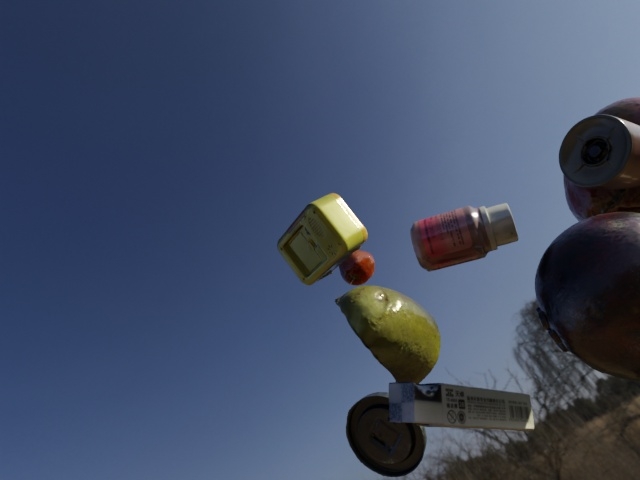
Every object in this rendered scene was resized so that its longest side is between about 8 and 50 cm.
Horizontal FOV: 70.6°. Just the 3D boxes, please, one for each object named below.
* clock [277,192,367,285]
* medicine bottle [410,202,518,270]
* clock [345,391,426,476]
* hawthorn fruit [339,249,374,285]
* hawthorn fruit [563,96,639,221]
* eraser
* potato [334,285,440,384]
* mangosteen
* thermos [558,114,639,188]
[{"bbox_3d":[0.000,0.000,1.040,0.096,0.143,0.202,-27,-12,-41],"label":"clock"},{"bbox_3d":[0.366,-0.013,1.162,0.247,0.147,0.147,-17,-31,17],"label":"medicine bottle"},{"bbox_3d":[0.221,0.651,1.532,0.280,0.280,0.055,-48,-18,22],"label":"clock"},{"bbox_3d":[0.125,0.096,1.512,0.125,0.140,0.125,-11,-55,-16],"label":"hawthorn fruit"},{"bbox_3d":[0.886,-0.210,1.283,0.403,0.402,0.402,-20,-37,-16],"label":"hawthorn fruit"},{"bbox_3d":[0.355,0.415,1.121,0.404,0.098,0.096,15,-25,-26],"label":"eraser"},{"bbox_3d":[0.209,0.234,1.364,0.213,0.330,0.280,-39,-39,3],"label":"potato"},{"bbox_3d":[0.573,0.079,0.804,0.360,0.306,0.306,-36,-35,18],"label":"mangosteen"},{"bbox_3d":[0.656,-0.182,0.989,0.265,0.176,0.145,1,-73,-31],"label":"thermos"}]
